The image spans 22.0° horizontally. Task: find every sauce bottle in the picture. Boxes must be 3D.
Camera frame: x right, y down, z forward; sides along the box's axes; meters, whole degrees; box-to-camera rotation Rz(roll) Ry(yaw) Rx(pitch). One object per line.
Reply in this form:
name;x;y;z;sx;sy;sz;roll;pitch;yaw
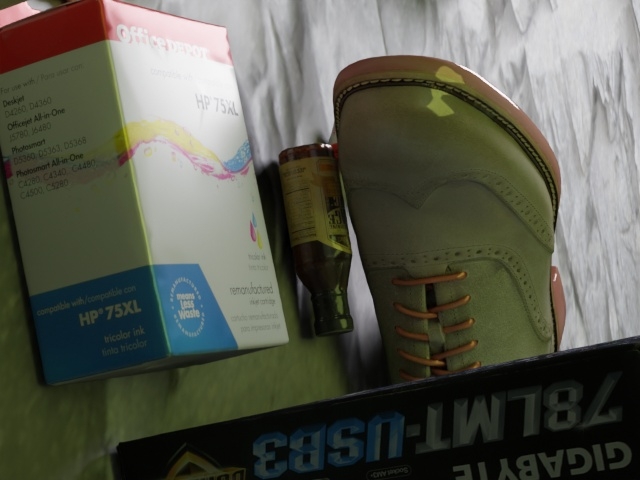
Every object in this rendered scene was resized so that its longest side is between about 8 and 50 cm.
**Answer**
sauce bottle;0.000;0.000;1.103;0.042;0.042;0.128;5;73;-64

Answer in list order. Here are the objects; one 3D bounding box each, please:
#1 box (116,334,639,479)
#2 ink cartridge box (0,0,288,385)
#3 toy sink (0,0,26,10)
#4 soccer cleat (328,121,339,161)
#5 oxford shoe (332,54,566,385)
box;0.086;0.106;0.929;0.293;0.296;0.073;3;75;-65
ink cartridge box;-0.100;-0.047;0.874;0.134;0.078;0.231;0;77;-65
toy sink;-0.171;-0.192;0.714;0.131;0.153;0.234;59;29;-33
soccer cleat;0.033;-0.063;1.219;0.083;0.029;0.035;33;53;-50
oxford shoe;0.097;0.030;1.132;0.397;0.141;0.146;60;34;-50
